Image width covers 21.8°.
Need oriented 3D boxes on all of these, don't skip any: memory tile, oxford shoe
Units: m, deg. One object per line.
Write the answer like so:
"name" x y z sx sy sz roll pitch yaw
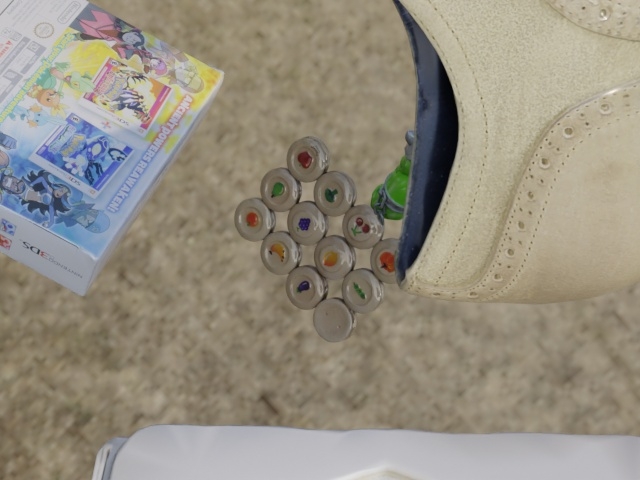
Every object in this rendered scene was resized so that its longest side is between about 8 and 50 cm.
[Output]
"memory tile" 0.000 0.000 1.357 0.148 0.113 0.012 51 27 13
"oxford shoe" 0.061 -0.156 0.550 0.140 0.146 0.397 -102 -178 -74

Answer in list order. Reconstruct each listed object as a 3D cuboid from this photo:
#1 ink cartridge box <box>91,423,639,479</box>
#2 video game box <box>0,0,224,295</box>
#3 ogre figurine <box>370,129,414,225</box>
"ink cartridge box" 0.045 0.208 0.681 0.307 0.223 0.129 72 22 -51
"video game box" -0.186 -0.083 1.077 0.187 0.048 0.205 27 45 2
"ogre figurine" 0.132 -0.042 1.216 0.197 0.118 0.097 24 67 21
